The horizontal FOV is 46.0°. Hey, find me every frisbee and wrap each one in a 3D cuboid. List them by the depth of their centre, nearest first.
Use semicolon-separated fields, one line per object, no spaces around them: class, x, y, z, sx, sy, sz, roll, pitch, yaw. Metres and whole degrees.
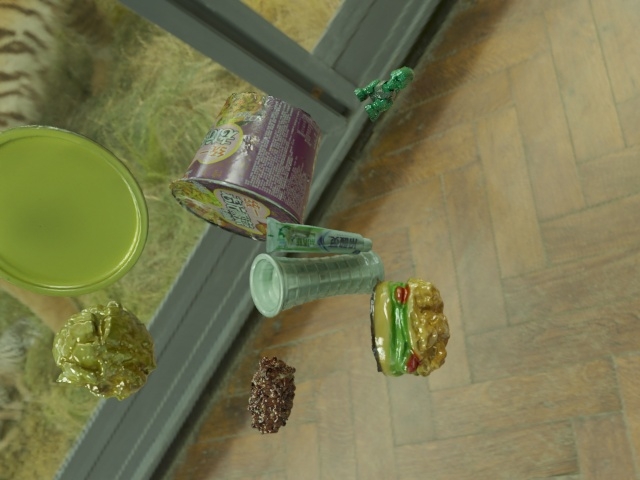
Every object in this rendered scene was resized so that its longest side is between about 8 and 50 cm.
frisbee;-0.331;-0.032;0.933;0.236;0.236;0.017;-44;23;18

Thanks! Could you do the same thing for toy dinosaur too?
toy dinosaur;0.108;-0.239;1.200;0.096;0.132;0.059;-30;90;9

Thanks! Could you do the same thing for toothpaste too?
toothpaste;0.000;0.000;1.644;0.048;0.297;0.074;-9;79;47

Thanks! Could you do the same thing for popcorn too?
popcorn;-0.521;0.272;1.798;0.225;0.249;0.249;-27;60;19

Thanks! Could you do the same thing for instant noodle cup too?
instant noodle cup;-0.158;-0.177;1.787;0.340;0.340;0.265;3;68;38

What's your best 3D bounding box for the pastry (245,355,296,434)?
pastry;-0.124;0.395;1.917;0.115;0.097;0.208;12;121;12

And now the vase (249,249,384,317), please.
vase;0.000;0.088;1.729;0.143;0.299;0.143;10;102;55

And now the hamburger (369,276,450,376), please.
hamburger;0.202;0.190;1.626;0.149;0.237;0.237;-5;71;16
